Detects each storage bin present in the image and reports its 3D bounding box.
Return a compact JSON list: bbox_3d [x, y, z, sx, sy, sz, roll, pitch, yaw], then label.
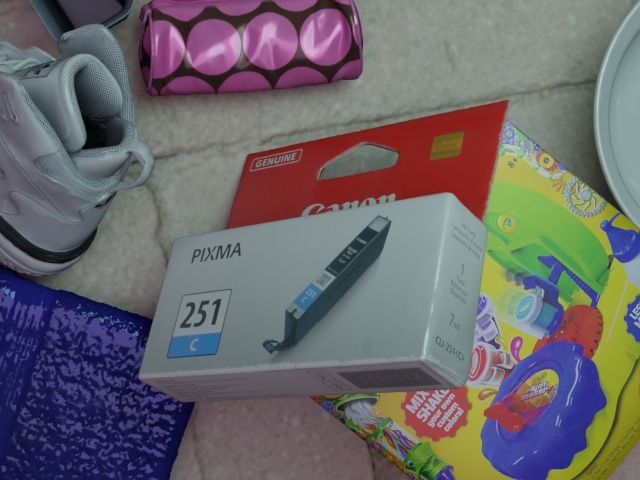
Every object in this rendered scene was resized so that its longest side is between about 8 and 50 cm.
[{"bbox_3d":[-0.226,-0.249,1.080,0.098,0.091,0.135,-32,94,-2],"label":"storage bin"}]

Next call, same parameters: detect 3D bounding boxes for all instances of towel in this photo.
[{"bbox_3d":[-0.276,0.146,1.104,0.308,0.076,0.228,19,96,-3],"label":"towel"}]

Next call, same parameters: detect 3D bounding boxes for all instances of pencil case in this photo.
[{"bbox_3d":[-0.067,-0.190,1.091,0.209,0.095,0.098,-8,127,-4],"label":"pencil case"}]

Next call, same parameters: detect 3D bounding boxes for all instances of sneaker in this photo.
[{"bbox_3d":[-0.293,-0.151,1.011,0.366,0.210,0.137,51,45,-7],"label":"sneaker"}]

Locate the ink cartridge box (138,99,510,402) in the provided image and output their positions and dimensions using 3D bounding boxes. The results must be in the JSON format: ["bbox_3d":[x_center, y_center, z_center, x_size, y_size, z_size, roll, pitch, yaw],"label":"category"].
[{"bbox_3d":[0.000,0.000,0.976,0.066,0.296,0.261,38,54,-42],"label":"ink cartridge box"}]

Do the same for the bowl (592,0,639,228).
[{"bbox_3d":[0.383,-0.109,1.092,0.297,0.134,0.298,0,91,-3],"label":"bowl"}]

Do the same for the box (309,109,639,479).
[{"bbox_3d":[0.158,0.085,1.068,0.279,0.177,0.290,38,89,-2],"label":"box"}]
